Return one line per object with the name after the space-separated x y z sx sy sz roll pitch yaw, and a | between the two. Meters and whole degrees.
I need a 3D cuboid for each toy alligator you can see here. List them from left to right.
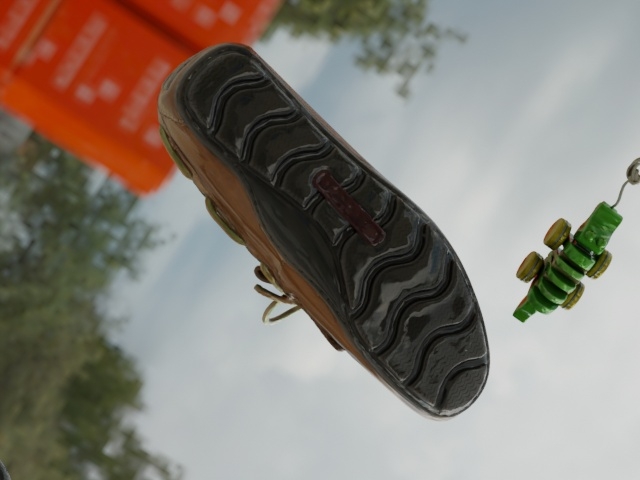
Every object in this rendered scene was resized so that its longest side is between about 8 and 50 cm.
0.225 0.006 1.600 0.189 0.056 0.051 -52 -172 23 | toy alligator

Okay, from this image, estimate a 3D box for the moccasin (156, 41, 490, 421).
-0.002 0.002 1.598 0.139 0.380 0.147 -50 -173 -18 | moccasin

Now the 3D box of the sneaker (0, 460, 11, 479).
-0.121 0.136 0.599 0.162 0.281 0.106 -36 -149 31 | sneaker
